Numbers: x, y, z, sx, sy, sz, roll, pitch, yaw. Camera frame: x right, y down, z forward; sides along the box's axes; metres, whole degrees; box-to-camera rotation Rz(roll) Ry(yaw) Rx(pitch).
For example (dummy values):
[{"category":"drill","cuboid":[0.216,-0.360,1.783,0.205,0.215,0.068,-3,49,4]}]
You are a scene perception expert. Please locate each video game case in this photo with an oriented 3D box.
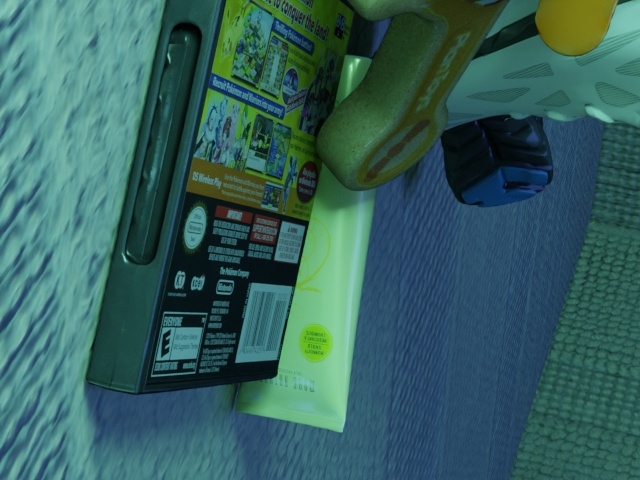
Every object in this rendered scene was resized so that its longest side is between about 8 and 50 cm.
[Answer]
[{"category":"video game case","cuboid":[-0.047,-0.042,1.011,0.275,0.035,0.248,11,91,-77]}]

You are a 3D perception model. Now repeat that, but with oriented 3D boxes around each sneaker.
[{"category":"sneaker","cuboid":[0.124,-0.162,1.542,0.341,0.125,0.139,75,3,-60]},{"category":"sneaker","cuboid":[0.214,-0.089,1.192,0.169,0.257,0.447,-38,-172,-40]}]

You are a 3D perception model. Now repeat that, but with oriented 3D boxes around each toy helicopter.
[{"category":"toy helicopter","cuboid":[0.094,-0.155,1.009,0.235,0.140,0.355,-24,157,-36]}]

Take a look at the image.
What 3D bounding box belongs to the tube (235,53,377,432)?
[{"category":"tube","cuboid":[0.000,0.000,1.164,0.070,0.062,0.240,170,-69,-81]}]
